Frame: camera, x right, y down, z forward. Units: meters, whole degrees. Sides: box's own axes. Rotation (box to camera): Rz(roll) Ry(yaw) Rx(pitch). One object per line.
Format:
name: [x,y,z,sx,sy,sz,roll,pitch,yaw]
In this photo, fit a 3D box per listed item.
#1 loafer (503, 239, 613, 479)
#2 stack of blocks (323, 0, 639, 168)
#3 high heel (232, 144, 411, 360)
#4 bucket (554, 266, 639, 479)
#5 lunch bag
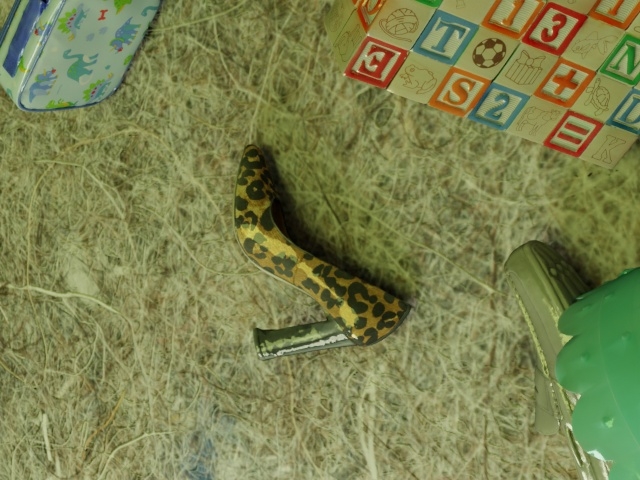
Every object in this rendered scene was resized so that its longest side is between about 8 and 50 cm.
loafer: [0.254,0.155,1.122,0.111,0.112,0.319,-28,84,29]
stack of blocks: [0.176,-0.188,0.984,0.171,0.297,0.087,-58,31,32]
high heel: [0.000,0.000,1.316,0.186,0.093,0.261,-12,81,16]
bucket: [0.354,0.121,0.944,0.183,0.281,0.281,-39,77,37]
lunch bag: [-0.303,-0.263,1.397,0.090,0.176,0.219,47,125,18]
